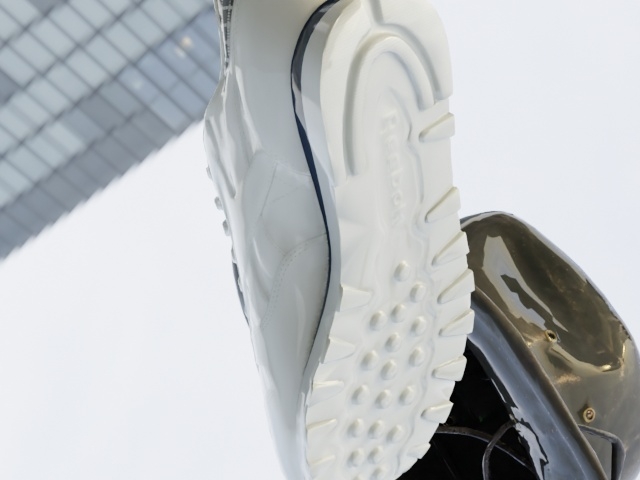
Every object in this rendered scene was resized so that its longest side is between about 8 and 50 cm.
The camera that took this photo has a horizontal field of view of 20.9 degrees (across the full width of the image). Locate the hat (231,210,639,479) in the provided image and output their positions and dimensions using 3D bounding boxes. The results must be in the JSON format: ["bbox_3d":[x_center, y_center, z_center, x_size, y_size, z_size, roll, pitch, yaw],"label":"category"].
[{"bbox_3d":[0.097,0.076,0.973,0.134,0.331,0.331,-31,-144,-22],"label":"hat"}]

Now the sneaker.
[{"bbox_3d":[0.000,0.000,0.704,0.090,0.235,0.095,-21,-148,-41],"label":"sneaker"}]
